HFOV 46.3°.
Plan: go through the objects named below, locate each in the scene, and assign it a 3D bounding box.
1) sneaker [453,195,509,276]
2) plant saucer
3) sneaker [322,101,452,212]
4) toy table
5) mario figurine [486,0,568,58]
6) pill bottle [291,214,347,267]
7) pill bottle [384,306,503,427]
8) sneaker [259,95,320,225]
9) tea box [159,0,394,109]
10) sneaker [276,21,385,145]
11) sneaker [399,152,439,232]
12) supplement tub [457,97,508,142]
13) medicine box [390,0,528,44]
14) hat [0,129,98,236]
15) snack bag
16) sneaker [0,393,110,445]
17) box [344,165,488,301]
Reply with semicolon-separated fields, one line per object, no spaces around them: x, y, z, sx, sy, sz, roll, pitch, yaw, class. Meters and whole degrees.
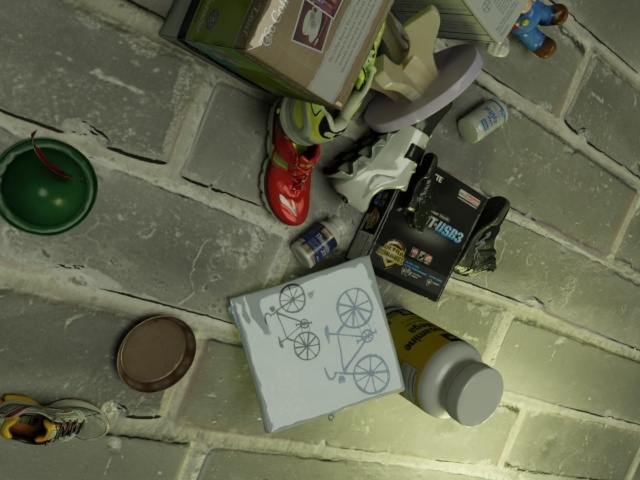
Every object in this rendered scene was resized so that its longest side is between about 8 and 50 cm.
0.420;-0.002;1.922;0.130;0.087;0.227;34;89;-40;sneaker
-0.331;0.225;1.504;0.169;0.029;0.168;-13;114;-31;plant saucer
0.170;-0.190;1.640;0.331;0.122;0.146;-38;112;-6;sneaker
0.170;-0.355;1.531;0.274;0.252;0.161;-34;124;20;toy table
0.469;-0.516;1.709;0.321;0.170;0.198;8;68;-45;mario figurine
0.000;0.000;1.633;0.120;0.067;0.067;-40;125;-17;pill bottle
0.256;0.296;1.752;0.188;0.334;0.187;-13;114;-32;pill bottle
-0.053;-0.154;1.507;0.107;0.118;0.278;-13;113;-31;sneaker
-0.057;-0.432;1.273;0.220;0.323;0.329;24;92;-38;tea box
0.060;-0.348;1.384;0.145;0.147;0.384;22;88;-38;sneaker
0.236;-0.108;1.689;0.089;0.051;0.170;24;95;-37;sneaker
0.392;-0.289;1.805;0.107;0.071;0.071;-36;124;-21;supplement tub
0.229;-0.539;1.476;0.289;0.263;0.149;38;83;-39;medicine box
-0.436;-0.072;1.222;0.208;0.184;0.173;31;88;-39;hat
-0.005;0.231;1.632;0.343;0.037;0.323;-17;95;-15;snack bag
-0.498;0.348;1.390;0.225;0.093;0.088;14;98;-38;sneaker
0.234;-0.030;1.789;0.296;0.073;0.293;26;92;-39;box
